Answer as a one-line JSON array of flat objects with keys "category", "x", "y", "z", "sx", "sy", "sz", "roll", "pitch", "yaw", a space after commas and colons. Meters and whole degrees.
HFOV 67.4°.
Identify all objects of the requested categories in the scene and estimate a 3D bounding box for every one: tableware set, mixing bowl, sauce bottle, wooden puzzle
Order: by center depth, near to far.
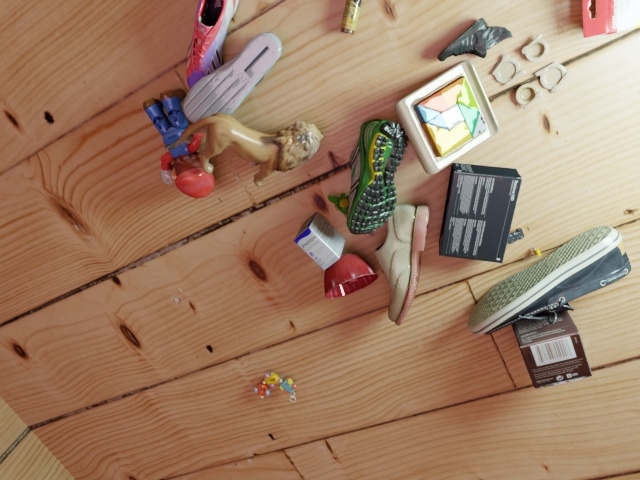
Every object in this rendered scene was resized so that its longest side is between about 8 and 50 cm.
[{"category": "sauce bottle", "x": 0.083, "y": -0.605, "z": 1.241, "sx": 0.042, "sy": 0.042, "sz": 0.128, "roll": 13, "pitch": 115, "yaw": 4}, {"category": "tableware set", "x": 0.547, "y": -0.435, "z": 1.247, "sx": 0.141, "sy": 0.020, "sz": 0.169, "roll": -40, "pitch": 102, "yaw": 24}, {"category": "wooden puzzle", "x": 0.345, "y": -0.326, "z": 1.280, "sx": 0.238, "sy": 0.044, "sz": 0.221, "roll": -32, "pitch": 108, "yaw": -3}, {"category": "mixing bowl", "x": 0.083, "y": 0.104, "z": 1.522, "sx": 0.181, "sy": 0.181, "sz": 0.098, "roll": -29, "pitch": 68, "yaw": 21}]

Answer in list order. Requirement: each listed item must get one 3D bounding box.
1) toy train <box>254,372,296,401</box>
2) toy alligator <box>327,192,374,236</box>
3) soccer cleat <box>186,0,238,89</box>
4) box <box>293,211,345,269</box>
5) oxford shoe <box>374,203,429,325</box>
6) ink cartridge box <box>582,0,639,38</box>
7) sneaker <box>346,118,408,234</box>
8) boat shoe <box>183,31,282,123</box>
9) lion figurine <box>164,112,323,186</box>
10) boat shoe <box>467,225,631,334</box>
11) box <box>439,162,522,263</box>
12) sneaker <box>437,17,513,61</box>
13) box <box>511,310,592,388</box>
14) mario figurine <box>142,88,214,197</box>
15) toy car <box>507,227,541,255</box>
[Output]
[{"category": "toy train", "x": -0.166, "y": 0.556, "z": 1.833, "sx": 0.166, "sy": 0.046, "sz": 0.125, "roll": 9, "pitch": 117, "yaw": 9}, {"category": "toy alligator", "x": 0.105, "y": -0.090, "z": 1.476, "sx": 0.189, "sy": 0.056, "sz": 0.051, "roll": 39, "pitch": 75, "yaw": -9}, {"category": "soccer cleat", "x": -0.310, "y": -0.544, "z": 1.299, "sx": 0.108, "sy": 0.116, "sz": 0.318, "roll": 24, "pitch": 117, "yaw": -2}, {"category": "box", "x": 0.000, "y": 0.000, "z": 1.494, "sx": 0.072, "sy": 0.126, "sz": 0.137, "roll": -39, "pitch": 102, "yaw": 25}, {"category": "oxford shoe", "x": 0.239, "y": 0.073, "z": 1.490, "sx": 0.146, "sy": 0.140, "sz": 0.397, "roll": 10, "pitch": 107, "yaw": 12}, {"category": "ink cartridge box", "x": 0.727, "y": -0.566, "z": 1.119, "sx": 0.231, "sy": 0.078, "sz": 0.134, "roll": -8, "pitch": 112, "yaw": 14}, {"category": "sneaker", "x": 0.145, "y": -0.178, "z": 1.382, "sx": 0.134, "sy": 0.146, "sz": 0.343, "roll": 3, "pitch": 111, "yaw": -30}, {"category": "boat shoe", "x": -0.231, "y": -0.439, "z": 1.332, "sx": 0.335, "sy": 0.119, "sz": 0.121, "roll": -33, "pitch": 102, "yaw": 16}, {"category": "lion figurine", "x": -0.204, "y": -0.271, "z": 1.330, "sx": 0.392, "sy": 0.142, "sz": 0.240, "roll": 5, "pitch": 156, "yaw": -34}, {"category": "boat shoe", "x": 0.667, "y": 0.154, "z": 1.415, "sx": 0.500, "sy": 0.187, "sz": 0.156, "roll": -37, "pitch": 98, "yaw": 18}, {"category": "box", "x": 0.453, "y": -0.079, "z": 1.386, "sx": 0.184, "sy": 0.103, "sz": 0.261, "roll": 8, "pitch": 116, "yaw": 10}, {"category": "sneaker", "x": 0.393, "y": -0.497, "z": 1.229, "sx": 0.170, "sy": 0.051, "sz": 0.089, "roll": -38, "pitch": 99, "yaw": 20}, {"category": "box", "x": 0.695, "y": 0.308, "z": 1.467, "sx": 0.168, "sy": 0.203, "sz": 0.167, "roll": -20, "pitch": 110, "yaw": 19}, {"category": "mario figurine", "x": -0.411, "y": -0.284, "z": 1.463, "sx": 0.198, "sy": 0.170, "sz": 0.320, "roll": -6, "pitch": 107, "yaw": 53}, {"category": "toy car", "x": 0.598, "y": 0.012, "z": 1.436, "sx": 0.060, "sy": 0.040, "sz": 0.122, "roll": -42, "pitch": 100, "yaw": 3}]
